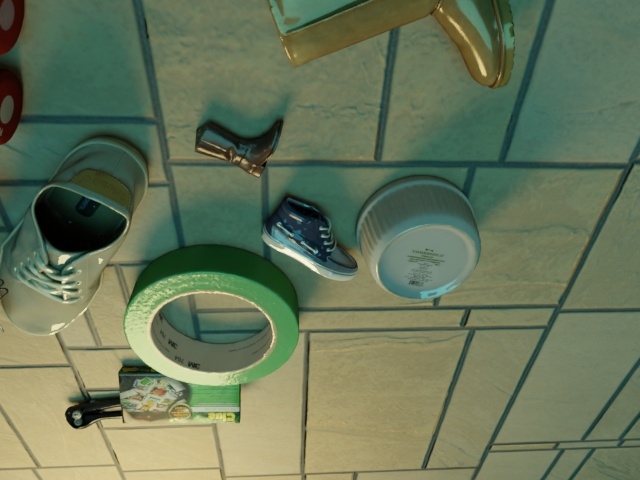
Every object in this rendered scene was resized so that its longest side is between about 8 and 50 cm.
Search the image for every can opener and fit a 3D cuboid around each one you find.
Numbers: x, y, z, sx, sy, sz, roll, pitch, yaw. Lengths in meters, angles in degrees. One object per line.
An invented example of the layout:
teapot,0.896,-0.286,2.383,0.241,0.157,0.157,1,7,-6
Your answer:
can opener,-0.497,0.392,1.090,0.186,0.073,0.059,-13,89,2

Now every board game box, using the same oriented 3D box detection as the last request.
board game box,-0.309,0.345,1.049,0.260,0.030,0.136,2,106,-5

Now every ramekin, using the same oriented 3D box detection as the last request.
ramekin,0.168,0.005,0.792,0.207,0.109,0.207,-2,128,-3

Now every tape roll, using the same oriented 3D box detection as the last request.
tape roll,-0.201,0.154,0.903,0.322,0.077,0.321,-2,128,-2

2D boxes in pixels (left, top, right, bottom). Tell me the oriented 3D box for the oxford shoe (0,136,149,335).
oxford shoe,-0.420,0.028,0.757,0.169,0.130,0.449,29,123,-26

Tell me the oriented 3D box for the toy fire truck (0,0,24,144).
toy fire truck,-0.459,-0.192,0.499,0.170,0.253,0.302,15,126,-15

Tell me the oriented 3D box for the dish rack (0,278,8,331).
dish rack,-0.590,0.031,0.740,0.208,0.074,0.271,25,135,14

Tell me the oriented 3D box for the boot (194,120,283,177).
boot,-0.123,-0.154,0.696,0.114,0.037,0.106,24,120,-16

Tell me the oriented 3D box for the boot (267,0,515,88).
boot,0.087,-0.273,0.589,0.270,0.089,0.236,-16,117,8

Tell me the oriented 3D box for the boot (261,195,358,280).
boot,0.000,0.000,0.800,0.190,0.069,0.086,25,125,-19
